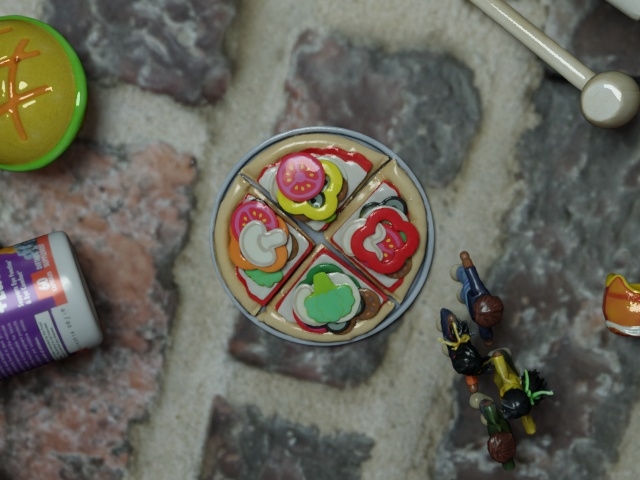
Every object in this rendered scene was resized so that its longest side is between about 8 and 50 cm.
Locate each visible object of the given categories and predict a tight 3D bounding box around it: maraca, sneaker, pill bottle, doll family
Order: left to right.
[{"bbox_3d":[-0.294,0.070,0.814,0.194,0.108,0.108,-20,101,-12],"label":"pill bottle"},{"bbox_3d":[-0.270,-0.132,0.804,0.186,0.099,0.127,31,95,22],"label":"maraca"},{"bbox_3d":[0.144,0.103,0.820,0.076,0.111,0.193,-29,99,9],"label":"doll family"},{"bbox_3d":[0.335,0.048,0.825,0.175,0.064,0.067,-1,92,1],"label":"sneaker"}]

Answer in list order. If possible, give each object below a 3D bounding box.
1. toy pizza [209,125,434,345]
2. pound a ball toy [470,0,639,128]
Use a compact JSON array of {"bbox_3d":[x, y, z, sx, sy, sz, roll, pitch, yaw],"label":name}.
[{"bbox_3d":[0.000,0.000,0.847,0.201,0.032,0.201,1,102,3],"label":"toy pizza"},{"bbox_3d":[0.159,-0.247,0.709,0.319,0.136,0.208,38,114,4],"label":"pound a ball toy"}]
